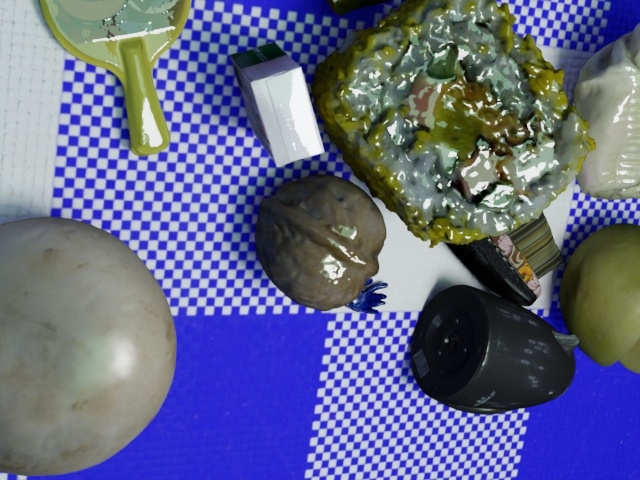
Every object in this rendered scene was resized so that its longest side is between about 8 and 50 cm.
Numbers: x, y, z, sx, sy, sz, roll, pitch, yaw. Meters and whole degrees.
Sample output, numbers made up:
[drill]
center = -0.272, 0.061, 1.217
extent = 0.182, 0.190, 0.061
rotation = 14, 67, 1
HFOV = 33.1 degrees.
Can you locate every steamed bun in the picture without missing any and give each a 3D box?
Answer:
[steamed bun]
center = 0.603, -0.245, 1.933
extent = 0.339, 0.247, 0.352
rotation = -2, 116, -12

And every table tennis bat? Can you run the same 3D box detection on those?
[table tennis bat]
center = -0.279, -0.298, 1.541
extent = 0.224, 0.054, 0.368
rotation = -16, 109, -23

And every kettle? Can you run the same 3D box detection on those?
[kettle]
center = 0.318, 0.228, 1.966
extent = 0.290, 0.207, 0.268
rotation = 17, 134, -33

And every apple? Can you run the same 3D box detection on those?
[apple]
center = 0.595, 0.113, 2.021
extent = 0.292, 0.292, 0.254
rotation = 7, 125, -31

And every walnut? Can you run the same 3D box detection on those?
[walnut]
center = 0.000, 0.000, 1.691
extent = 0.224, 0.224, 0.224
rotation = -9, 109, -27

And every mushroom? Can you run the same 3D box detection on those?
[mushroom]
center = -0.384, 0.147, 1.520
extent = 0.362, 0.294, 0.362
rotation = 0, 90, -3

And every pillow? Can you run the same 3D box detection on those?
[pillow]
center = 0.380, -0.009, 2.005
extent = 0.113, 0.038, 0.203
rotation = -35, 118, -12

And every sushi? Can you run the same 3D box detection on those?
[sushi]
center = 0.209, -0.195, 1.663
extent = 0.351, 0.240, 0.396
rotation = -39, 99, -3

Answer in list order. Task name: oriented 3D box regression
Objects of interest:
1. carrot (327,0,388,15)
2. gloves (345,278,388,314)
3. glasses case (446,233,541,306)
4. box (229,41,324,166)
[carrot]
center = 0.074, -0.406, 1.688
extent = 0.173, 0.082, 0.082
rotation = -24, 115, -16
[gloves]
center = 0.083, 0.097, 1.879
extent = 0.086, 0.026, 0.064
rotation = 9, 99, -31
[glasses case]
center = 0.282, 0.006, 1.905
extent = 0.082, 0.122, 0.321
rotation = -48, 122, -6
[box]
center = -0.067, -0.206, 1.597
extent = 0.081, 0.199, 0.135
rotation = -18, 115, -5
